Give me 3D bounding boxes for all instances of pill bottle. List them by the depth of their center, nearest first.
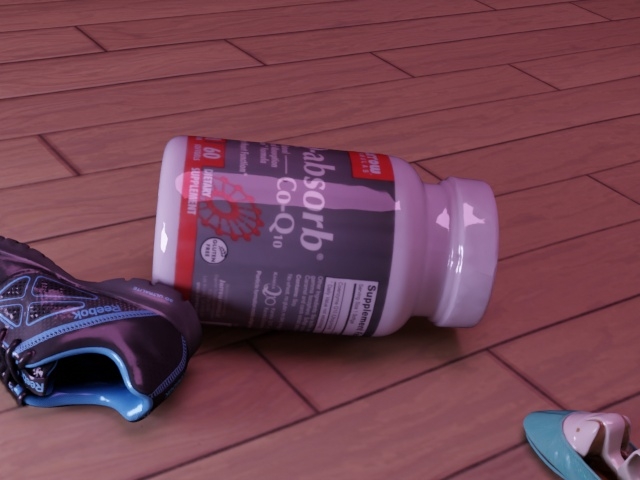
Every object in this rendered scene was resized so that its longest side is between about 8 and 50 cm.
[{"bbox_3d":[0.000,0.000,1.165,0.363,0.210,0.210,5,30,-7],"label":"pill bottle"}]

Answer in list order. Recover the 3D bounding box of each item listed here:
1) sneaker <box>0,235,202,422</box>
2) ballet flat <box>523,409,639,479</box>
[{"bbox_3d":[-0.296,0.085,1.028,0.341,0.125,0.139,9,34,6],"label":"sneaker"},{"bbox_3d":[0.290,0.216,0.987,0.083,0.087,0.247,-8,33,-27],"label":"ballet flat"}]
